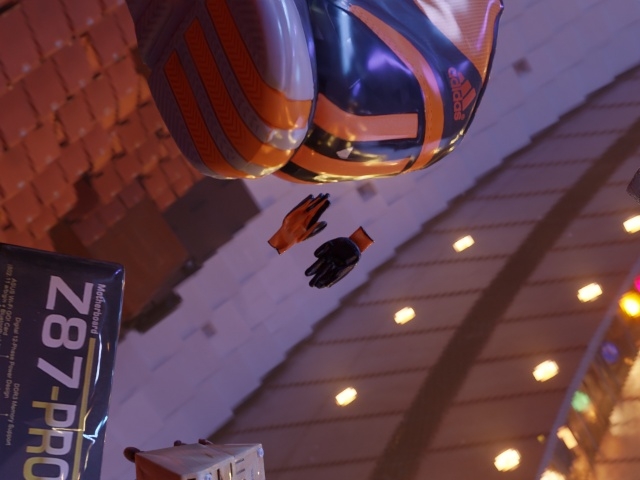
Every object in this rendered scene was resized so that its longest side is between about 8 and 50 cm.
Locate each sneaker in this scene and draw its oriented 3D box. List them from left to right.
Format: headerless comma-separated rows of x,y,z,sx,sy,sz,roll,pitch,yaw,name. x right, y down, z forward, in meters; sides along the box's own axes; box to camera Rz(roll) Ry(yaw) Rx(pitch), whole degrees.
-0.021,-0.160,0.552,0.180,0.321,0.124,0,150,-40,sneaker

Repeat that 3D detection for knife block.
-0.207,0.328,1.392,0.242,0.088,0.276,-6,178,20,knife block

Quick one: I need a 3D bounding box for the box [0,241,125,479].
-0.270,0.178,0.467,0.097,0.318,0.394,-17,-114,60,box

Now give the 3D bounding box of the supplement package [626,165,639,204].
0.305,-0.052,0.527,0.149,0.194,0.203,-30,155,-27,supplement package

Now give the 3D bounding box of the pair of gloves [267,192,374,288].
0.000,0.000,0.973,0.074,0.083,0.010,-45,164,0,pair of gloves
